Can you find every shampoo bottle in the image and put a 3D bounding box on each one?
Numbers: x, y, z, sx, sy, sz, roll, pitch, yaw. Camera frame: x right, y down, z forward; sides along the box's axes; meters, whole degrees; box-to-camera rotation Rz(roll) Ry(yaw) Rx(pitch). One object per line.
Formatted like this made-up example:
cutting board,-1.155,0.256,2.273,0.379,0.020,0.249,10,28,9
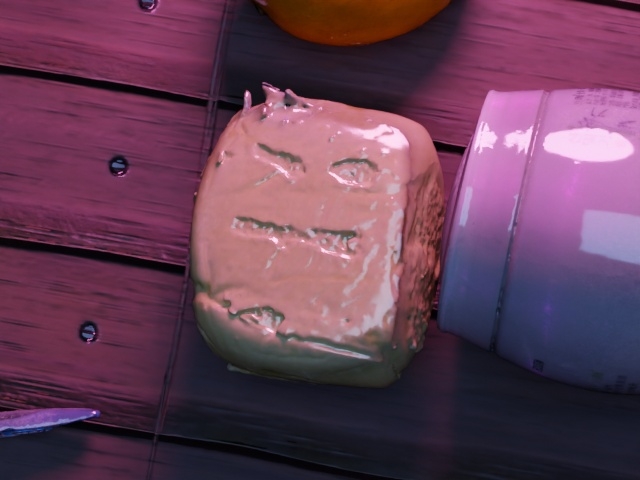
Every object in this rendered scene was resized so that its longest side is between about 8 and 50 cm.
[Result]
shampoo bottle,0.245,-0.003,1.632,0.266,0.273,0.273,10,87,9

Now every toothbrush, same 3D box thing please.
toothbrush,-0.419,0.188,1.753,0.413,0.035,0.042,-5,84,1

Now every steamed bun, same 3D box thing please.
steamed bun,0.000,0.000,1.694,0.232,0.166,0.273,3,82,16

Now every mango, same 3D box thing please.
mango,0.039,-0.274,1.720,0.254,0.139,0.175,-3,93,-5
